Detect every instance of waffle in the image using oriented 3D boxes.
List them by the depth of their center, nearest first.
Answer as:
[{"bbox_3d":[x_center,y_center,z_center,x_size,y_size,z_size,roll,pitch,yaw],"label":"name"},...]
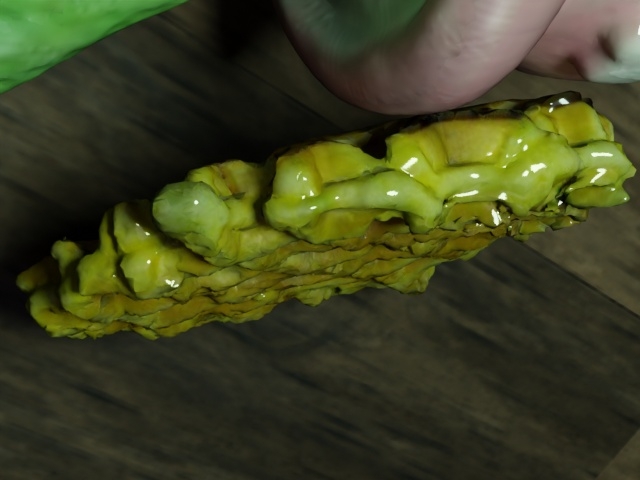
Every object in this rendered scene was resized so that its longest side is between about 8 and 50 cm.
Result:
[{"bbox_3d":[0.000,0.000,0.722,0.238,0.058,0.243,-12,170,-28],"label":"waffle"}]

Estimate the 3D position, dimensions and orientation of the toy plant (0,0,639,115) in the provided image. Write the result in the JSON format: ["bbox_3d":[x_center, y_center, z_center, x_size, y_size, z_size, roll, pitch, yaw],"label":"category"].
[{"bbox_3d":[0.020,-0.163,0.576,0.356,0.210,0.317,3,150,-25],"label":"toy plant"}]
